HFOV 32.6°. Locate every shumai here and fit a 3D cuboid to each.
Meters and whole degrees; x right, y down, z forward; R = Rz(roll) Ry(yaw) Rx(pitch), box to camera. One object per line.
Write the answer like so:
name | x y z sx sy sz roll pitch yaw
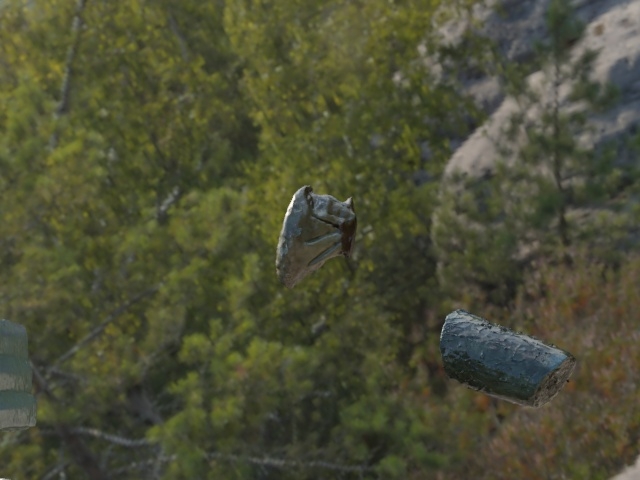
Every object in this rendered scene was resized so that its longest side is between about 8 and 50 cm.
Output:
shumai | 0.000 0.000 1.997 0.120 0.201 0.201 14 40 14

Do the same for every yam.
yam | 0.255 0.171 1.530 0.183 0.107 0.107 17 48 32

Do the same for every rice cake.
rice cake | -0.340 0.135 1.094 0.043 0.127 0.237 -9 -6 2

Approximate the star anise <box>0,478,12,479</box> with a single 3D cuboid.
star anise | -0.506 0.398 1.515 0.196 0.212 0.073 -14 38 -12
